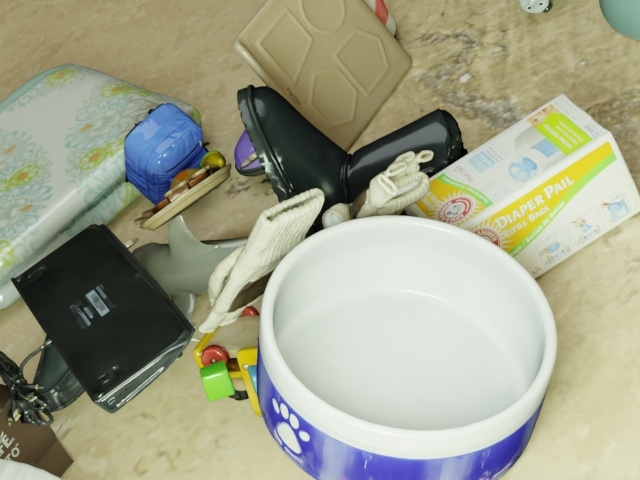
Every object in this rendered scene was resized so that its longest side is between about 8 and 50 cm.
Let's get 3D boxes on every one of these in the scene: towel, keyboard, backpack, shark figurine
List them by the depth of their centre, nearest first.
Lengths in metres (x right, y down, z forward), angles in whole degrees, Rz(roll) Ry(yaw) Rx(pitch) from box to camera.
[{"bbox_3d":[-0.255,0.096,1.830,0.201,0.033,0.317,-35,31,-8],"label":"keyboard"},{"bbox_3d":[-0.108,-0.004,1.987,0.278,0.116,0.166,-23,36,15],"label":"shark figurine"},{"bbox_3d":[-0.178,-0.104,2.150,0.101,0.120,0.098,34,68,19],"label":"backpack"},{"bbox_3d":[-0.369,-0.078,2.309,0.374,0.090,0.320,-43,39,-18],"label":"towel"}]

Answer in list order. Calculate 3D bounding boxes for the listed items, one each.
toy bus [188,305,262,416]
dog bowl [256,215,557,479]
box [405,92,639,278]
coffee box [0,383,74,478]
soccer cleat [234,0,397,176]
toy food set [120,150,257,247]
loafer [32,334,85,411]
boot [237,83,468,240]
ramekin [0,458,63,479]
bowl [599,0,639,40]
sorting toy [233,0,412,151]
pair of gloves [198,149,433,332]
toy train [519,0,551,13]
[{"bbox_3d":[-0.038,0.126,1.761,0.191,0.104,0.202,-23,22,-18],"label":"toy bus"},{"bbox_3d":[0.074,0.105,1.601,0.265,0.104,0.265,4,45,-4],"label":"dog bowl"},{"bbox_3d":[0.202,-0.038,1.796,0.203,0.103,0.114,-32,33,-3],"label":"box"},{"bbox_3d":[-0.432,0.232,1.916,0.297,0.119,0.168,7,47,43],"label":"coffee box"},{"bbox_3d":[-0.023,-0.209,2.179,0.109,0.116,0.318,4,47,44],"label":"soccer cleat"},{"bbox_3d":[-0.155,-0.055,1.979,0.192,0.038,0.132,-35,2,-6],"label":"toy food set"},{"bbox_3d":[-0.280,0.099,2.010,0.076,0.078,0.223,-11,38,28],"label":"loafer"},{"bbox_3d":[0.047,-0.093,1.904,0.207,0.246,0.094,-27,-8,7],"label":"boot"},{"bbox_3d":[-0.298,0.317,1.589,0.273,0.273,0.127,-20,22,15],"label":"ramekin"},{"bbox_3d":[0.436,-0.380,2.012,0.312,0.163,0.311,-21,34,15],"label":"bowl"},{"bbox_3d":[0.002,-0.221,2.118,0.038,0.193,0.208,-18,30,49],"label":"sorting toy"},{"bbox_3d":[0.000,0.000,1.717,0.240,0.042,0.204,-23,-17,-39],"label":"pair of gloves"},{"bbox_3d":[0.262,-0.351,2.157,0.080,0.105,0.184,-18,34,34],"label":"toy train"}]
